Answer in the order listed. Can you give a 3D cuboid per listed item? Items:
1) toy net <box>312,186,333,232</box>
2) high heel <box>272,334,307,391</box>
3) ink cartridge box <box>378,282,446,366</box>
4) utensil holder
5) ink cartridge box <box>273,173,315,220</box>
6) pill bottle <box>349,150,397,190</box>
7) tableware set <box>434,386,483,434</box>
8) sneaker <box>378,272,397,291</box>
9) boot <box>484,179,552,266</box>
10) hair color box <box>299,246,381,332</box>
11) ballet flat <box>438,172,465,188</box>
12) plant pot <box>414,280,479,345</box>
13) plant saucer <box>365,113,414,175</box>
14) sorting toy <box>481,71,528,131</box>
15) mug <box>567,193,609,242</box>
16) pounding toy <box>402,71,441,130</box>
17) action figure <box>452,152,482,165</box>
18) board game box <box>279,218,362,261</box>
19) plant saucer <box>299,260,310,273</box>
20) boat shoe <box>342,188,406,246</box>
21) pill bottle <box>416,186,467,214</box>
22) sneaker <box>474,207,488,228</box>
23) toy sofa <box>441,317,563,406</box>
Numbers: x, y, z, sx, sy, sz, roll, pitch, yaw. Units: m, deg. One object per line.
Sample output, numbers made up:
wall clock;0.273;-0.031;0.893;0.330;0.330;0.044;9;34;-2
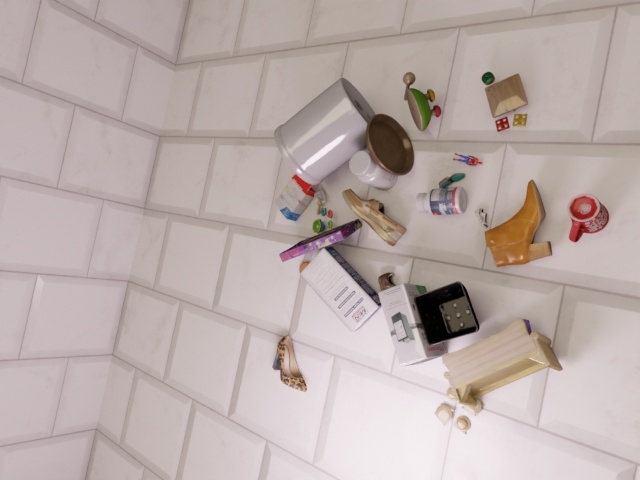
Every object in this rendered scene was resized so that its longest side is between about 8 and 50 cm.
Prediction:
toy net;0.003;-0.153;2.229;0.122;0.045;0.232;-29;62;52
high heel;-0.128;0.570;2.180;0.261;0.093;0.186;28;105;45
ink cartridge box;0.358;0.323;1.805;0.122;0.211;0.289;-26;68;30
utensil holder;0.036;-0.492;2.116;0.385;0.328;0.327;-35;63;25
ink cartridge box;-0.114;-0.227;2.327;0.231;0.078;0.134;-50;58;18
pill bottle;0.225;-0.301;2.001;0.131;0.229;0.131;-7;78;35
tableware set;0.516;0.631;1.752;0.141;0.020;0.168;30;99;34
sneaker;0.299;0.222;1.954;0.071;0.066;0.188;-30;66;27
boot;0.698;-0.059;1.692;0.211;0.104;0.295;-12;79;34
hair color box;0.093;0.208;2.029;0.347;0.105;0.174;47;109;16
ballet flat;0.528;-0.250;1.892;0.114;0.041;0.041;-30;65;27
plant pot;0.489;0.275;1.742;0.187;0.167;0.188;-25;67;27
plant saucer;0.286;-0.395;1.954;0.041;0.278;0.277;-24;67;48
sorting toy;0.719;-0.541;1.799;0.132;0.046;0.274;-19;70;32
mug;0.870;-0.073;1.528;0.113;0.169;0.150;-1;81;35
pounding toy;0.433;-0.583;1.962;0.110;0.183;0.236;-19;65;5
action figure;0.589;-0.321;1.866;0.115;0.030;0.038;23;101;32
board game box;0.000;0.000;2.126;0.347;0.208;0.056;-21;101;31
plant saucer;-0.070;0.142;2.269;0.084;0.013;0.083;-8;77;35
boat shoe;0.233;-0.124;2.041;0.341;0.122;0.110;47;105;22
pill bottle;0.480;-0.155;1.865;0.180;0.108;0.107;-1;81;37
sneaker;0.625;-0.087;1.795;0.037;0.032;0.083;-33;64;27
toy sofa;0.620;0.428;1.630;0.363;0.150;0.177;-36;49;26
